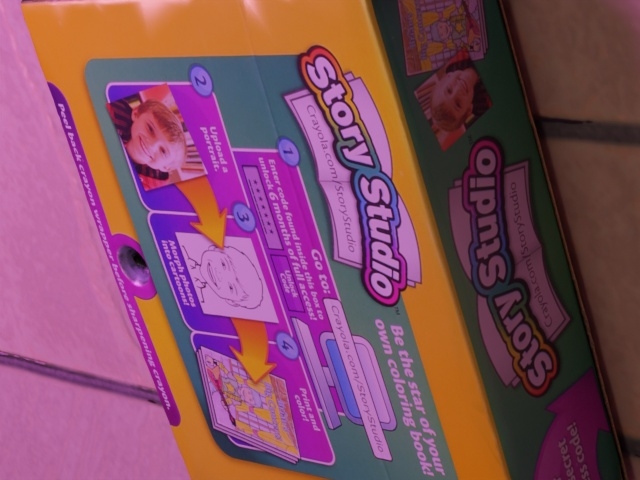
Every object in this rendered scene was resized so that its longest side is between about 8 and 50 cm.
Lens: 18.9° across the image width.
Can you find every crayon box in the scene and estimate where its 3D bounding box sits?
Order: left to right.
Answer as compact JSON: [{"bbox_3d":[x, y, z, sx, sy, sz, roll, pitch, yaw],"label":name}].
[{"bbox_3d":[0.000,0.000,1.163,0.313,0.106,0.363,5,120,47],"label":"crayon box"}]
